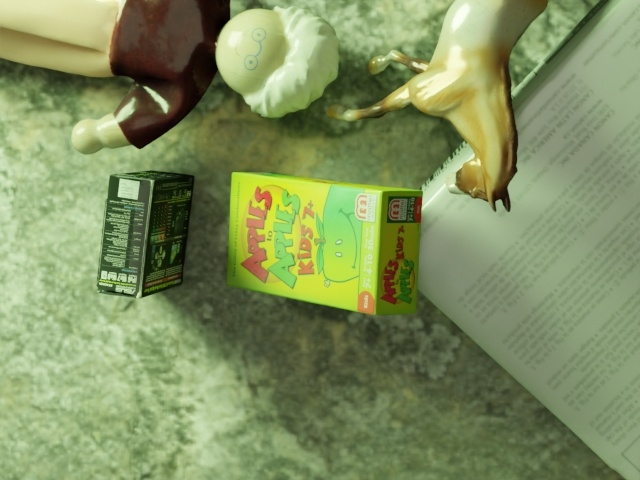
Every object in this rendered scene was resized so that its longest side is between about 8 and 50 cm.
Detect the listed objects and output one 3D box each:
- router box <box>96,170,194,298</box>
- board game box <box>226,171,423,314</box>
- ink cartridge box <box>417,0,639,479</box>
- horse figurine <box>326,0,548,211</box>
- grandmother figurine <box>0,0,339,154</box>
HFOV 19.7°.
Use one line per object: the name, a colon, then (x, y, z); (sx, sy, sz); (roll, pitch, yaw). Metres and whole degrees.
router box: (-0.136, -0.007, 1.439); (0.038, 0.122, 0.092); (7, 95, 11)
board game box: (0.000, 0.000, 1.406); (0.181, 0.043, 0.092); (9, 98, 50)
ink cartridge box: (0.285, 0.020, 1.420); (0.385, 0.091, 0.308); (43, 98, -7)
horse figurine: (0.109, -0.164, 1.378); (0.174, 0.066, 0.263); (17, 82, 46)
grandmother figurine: (-0.152, -0.166, 1.442); (0.342, 0.104, 0.208); (13, 105, 8)
